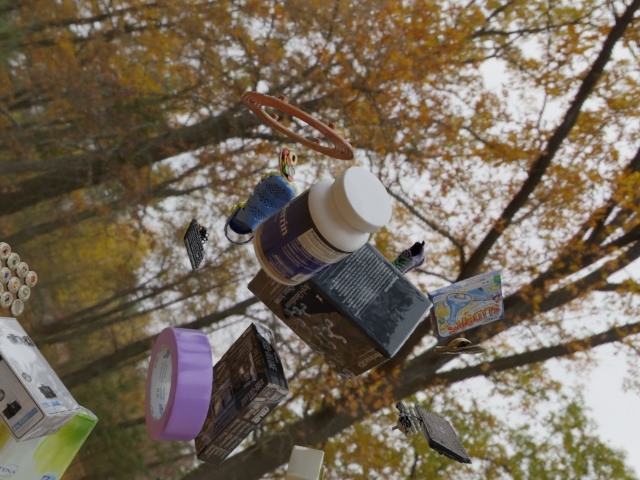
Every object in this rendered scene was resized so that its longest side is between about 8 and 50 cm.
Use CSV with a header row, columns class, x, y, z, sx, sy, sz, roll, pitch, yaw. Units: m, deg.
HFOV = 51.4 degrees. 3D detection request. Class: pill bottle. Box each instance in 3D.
class,x,y,z,sx,sy,sz,roll,pitch,yaw
pill bottle,0.002,-0.027,1.300,0.264,0.153,0.153,-32,-101,38

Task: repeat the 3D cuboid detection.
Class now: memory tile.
class,x,y,z,sx,sy,sz,roll,pitch,yaw
memory tile,-0.674,0.086,1.443,0.012,0.113,0.148,5,-35,17

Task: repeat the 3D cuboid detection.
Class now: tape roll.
class,x,y,z,sx,sy,sz,roll,pitch,yaw
tape roll,-0.358,0.357,1.662,0.275,0.090,0.275,-30,-124,57

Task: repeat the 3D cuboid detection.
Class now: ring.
class,x,y,z,sx,sy,sz,roll,pitch,yaw
ring,-0.054,-0.306,1.748,0.336,0.032,0.336,28,-5,3

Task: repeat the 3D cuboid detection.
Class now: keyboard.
class,x,y,z,sx,sy,sz,roll,pitch,yaw
keyboard,0.275,0.483,1.726,0.201,0.033,0.317,30,1,1
keyboard,-0.323,0.008,1.785,0.038,0.100,0.192,15,-28,5

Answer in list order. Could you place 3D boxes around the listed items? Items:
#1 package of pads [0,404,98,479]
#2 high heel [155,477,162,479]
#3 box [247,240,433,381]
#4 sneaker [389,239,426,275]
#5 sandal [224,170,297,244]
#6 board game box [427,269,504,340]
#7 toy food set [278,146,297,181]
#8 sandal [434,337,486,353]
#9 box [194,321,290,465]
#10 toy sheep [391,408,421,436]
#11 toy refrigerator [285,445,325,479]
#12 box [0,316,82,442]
class,x,y,z,sx,sy,sz,roll,pitch,yaw
package of pads,-0.738,0.528,1.668,0.101,0.296,0.229,21,-16,38
high heel,-0.363,0.679,1.697,0.093,0.261,0.186,14,-90,27
box,0.041,0.145,1.779,0.395,0.212,0.293,43,-31,1
sneaker,0.251,0.075,2.172,0.083,0.223,0.098,42,-26,31
sandal,-0.180,-0.081,1.929,0.126,0.138,0.317,38,-45,-11
board game box,0.388,0.172,1.771,0.035,0.201,0.136,-130,-155,-62
toy food set,-0.077,-0.181,1.574,0.083,0.020,0.083,29,60,-69
sandal,0.423,0.322,2.037,0.180,0.072,0.049,-11,-109,51
box,-0.227,0.407,1.784,0.307,0.076,0.242,-48,-147,15
toy sheep,0.297,0.602,2.204,0.091,0.132,0.091,-17,90,-88
toy refrigerator,-0.047,0.695,1.813,0.102,0.094,0.269,-69,167,-57
box,-0.693,0.307,1.514,0.290,0.087,0.169,48,-1,12
